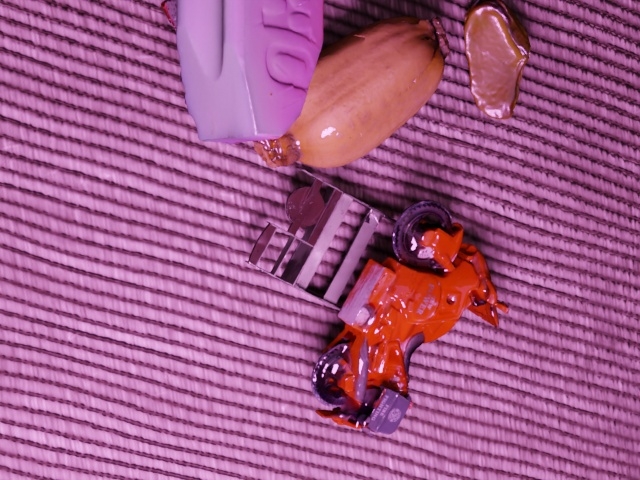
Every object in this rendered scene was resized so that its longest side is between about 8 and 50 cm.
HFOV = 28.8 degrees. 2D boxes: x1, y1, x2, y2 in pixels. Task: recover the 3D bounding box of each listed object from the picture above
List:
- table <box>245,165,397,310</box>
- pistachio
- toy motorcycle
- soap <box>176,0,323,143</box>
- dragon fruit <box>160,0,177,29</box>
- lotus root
[{"bbox_3d":[0.000,0.000,1.688,0.175,0.062,0.146,28,90,-19],"label":"table"},{"bbox_3d":[0.247,-0.256,1.727,0.089,0.049,0.173,-6,103,8],"label":"pistachio"},{"bbox_3d":[0.125,0.118,1.692,0.221,0.148,0.325,29,92,-32],"label":"toy motorcycle"},{"bbox_3d":[-0.084,-0.281,1.529,0.193,0.109,0.324,2,89,-56],"label":"soap"},{"bbox_3d":[-0.155,-0.295,1.603,0.083,0.060,0.056,-13,111,13],"label":"dragon fruit"},{"bbox_3d":[0.041,-0.191,1.635,0.303,0.131,0.146,-35,74,-10],"label":"lotus root"}]
